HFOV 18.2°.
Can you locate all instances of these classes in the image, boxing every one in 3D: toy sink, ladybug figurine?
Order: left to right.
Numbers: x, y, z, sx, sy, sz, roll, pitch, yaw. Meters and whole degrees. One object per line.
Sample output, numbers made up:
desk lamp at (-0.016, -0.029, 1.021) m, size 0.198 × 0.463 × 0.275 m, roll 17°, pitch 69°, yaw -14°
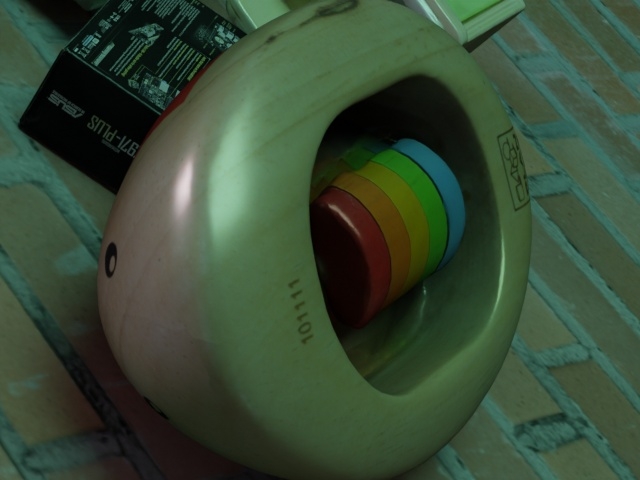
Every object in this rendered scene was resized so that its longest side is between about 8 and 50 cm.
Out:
ladybug figurine at (0.000, 0.000, 1.320) m, size 0.449 × 0.162 × 0.305 m, roll -26°, pitch 104°, yaw -58°
toy sink at (0.054, -0.203, 1.704) m, size 0.153 × 0.131 × 0.234 m, roll 54°, pitch 32°, yaw 2°

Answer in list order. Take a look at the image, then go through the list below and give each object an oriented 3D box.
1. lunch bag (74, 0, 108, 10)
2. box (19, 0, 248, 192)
lunch bag at (-0.176, -0.325, 1.640) m, size 0.235 × 0.169 × 0.287 m, roll 38°, pitch 23°, yaw 9°
box at (-0.117, -0.108, 1.485) m, size 0.147 × 0.077 × 0.180 m, roll 34°, pitch 31°, yaw -5°
